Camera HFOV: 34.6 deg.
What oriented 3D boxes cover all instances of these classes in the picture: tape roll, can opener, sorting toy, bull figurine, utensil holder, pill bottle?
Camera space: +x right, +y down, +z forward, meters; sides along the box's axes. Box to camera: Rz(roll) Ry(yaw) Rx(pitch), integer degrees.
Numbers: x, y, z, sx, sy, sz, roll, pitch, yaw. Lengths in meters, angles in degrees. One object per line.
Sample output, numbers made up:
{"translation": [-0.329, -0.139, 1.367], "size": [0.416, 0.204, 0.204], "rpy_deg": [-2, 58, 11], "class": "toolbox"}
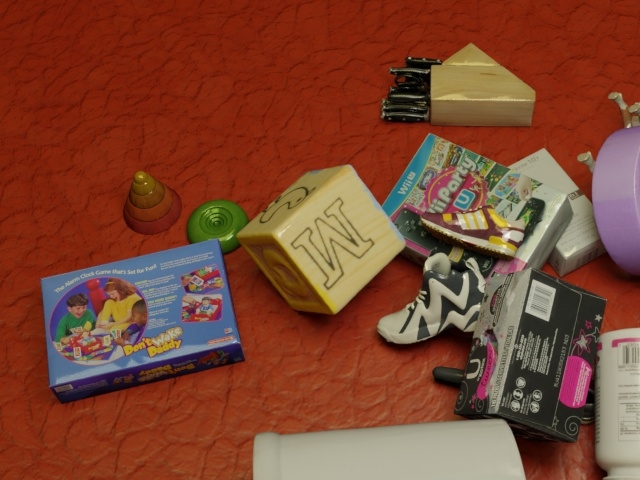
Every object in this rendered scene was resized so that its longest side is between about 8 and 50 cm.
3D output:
{"translation": [0.606, -0.075, 1.858], "size": [0.090, 0.275, 0.275], "rpy_deg": [-6, 47, 49], "class": "tape roll"}
{"translation": [0.286, 0.253, 1.803], "size": [0.186, 0.059, 0.073], "rpy_deg": [16, 61, 14], "class": "can opener"}
{"translation": [-0.232, -0.062, 2.011], "size": [0.365, 0.126, 0.127], "rpy_deg": [16, 60, 16], "class": "sorting toy"}
{"translation": [0.586, -0.139, 1.972], "size": [0.101, 0.188, 0.310], "rpy_deg": [-5, 43, 39], "class": "bull figurine"}
{"translation": [0.104, 0.440, 1.554], "size": [0.385, 0.327, 0.327], "rpy_deg": [-4, 58, -1], "class": "utensil holder"}
{"translation": [0.528, 0.297, 1.675], "size": [0.160, 0.160, 0.283], "rpy_deg": [3, 71, 7], "class": "pill bottle"}

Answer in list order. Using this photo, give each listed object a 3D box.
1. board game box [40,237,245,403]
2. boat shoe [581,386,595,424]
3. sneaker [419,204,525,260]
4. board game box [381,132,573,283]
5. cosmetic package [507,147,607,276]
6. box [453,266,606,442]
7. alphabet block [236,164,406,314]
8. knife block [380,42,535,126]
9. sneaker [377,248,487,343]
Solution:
{"translation": [-0.333, 0.146, 1.916], "size": [0.347, 0.078, 0.233], "rpy_deg": [-13, 58, -3], "class": "board game box"}
{"translation": [0.417, 0.227, 1.804], "size": [0.075, 0.065, 0.206], "rpy_deg": [-30, 60, -14], "class": "boat shoe"}
{"translation": [0.270, -0.029, 1.822], "size": [0.185, 0.069, 0.084], "rpy_deg": [20, 80, 18], "class": "sneaker"}
{"translation": [0.279, -0.036, 1.913], "size": [0.303, 0.097, 0.224], "rpy_deg": [28, 80, 30], "class": "board game box"}
{"translation": [0.444, -0.056, 1.970], "size": [0.117, 0.085, 0.231], "rpy_deg": [-28, 61, -11], "class": "cosmetic package"}
{"translation": [0.342, 0.191, 1.691], "size": [0.163, 0.142, 0.247], "rpy_deg": [22, 72, -17], "class": "box"}
{"translation": [0.000, 0.000, 1.874], "size": [0.197, 0.192, 0.193], "rpy_deg": [-43, 105, -21], "class": "alphabet block"}
{"translation": [0.271, -0.286, 2.129], "size": [0.242, 0.088, 0.276], "rpy_deg": [-38, 62, -17], "class": "knife block"}
{"translation": [0.191, 0.091, 1.823], "size": [0.235, 0.153, 0.094], "rpy_deg": [-11, 15, 36], "class": "sneaker"}
